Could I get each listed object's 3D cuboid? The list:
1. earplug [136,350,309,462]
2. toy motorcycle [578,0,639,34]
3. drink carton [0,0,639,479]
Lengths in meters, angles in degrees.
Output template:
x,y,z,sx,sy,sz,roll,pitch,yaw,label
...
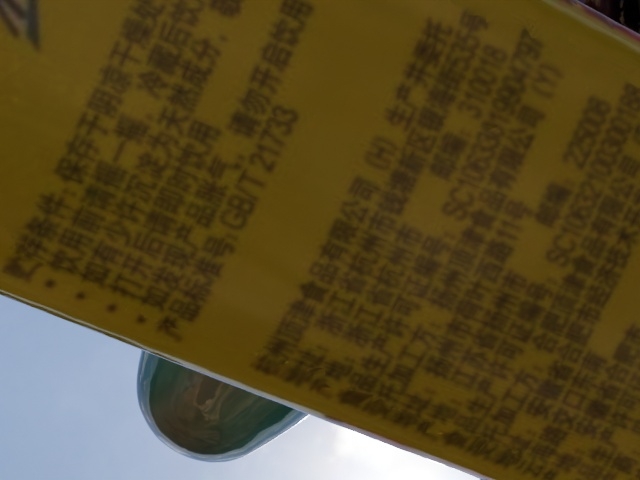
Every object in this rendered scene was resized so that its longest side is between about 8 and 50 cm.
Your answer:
x,y,z,sx,sy,sz,roll,pitch,yaw,label
0.000,0.000,1.051,0.185,0.324,0.185,32,-12,8,earplug
0.152,-0.069,0.526,0.213,0.082,0.122,1,-35,29,toy motorcycle
-0.047,-0.046,0.378,0.351,0.154,0.111,24,-85,-23,drink carton
